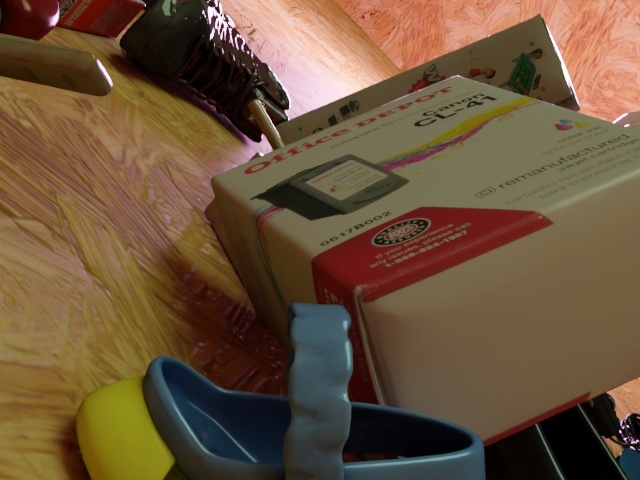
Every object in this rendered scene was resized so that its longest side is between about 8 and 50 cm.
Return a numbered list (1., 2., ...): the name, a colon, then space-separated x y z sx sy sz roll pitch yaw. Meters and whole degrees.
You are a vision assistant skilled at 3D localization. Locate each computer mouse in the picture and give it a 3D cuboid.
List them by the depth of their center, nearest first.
1. computer mouse: 0.341 0.185 1.597 0.262 0.060 0.184 43 14 -3

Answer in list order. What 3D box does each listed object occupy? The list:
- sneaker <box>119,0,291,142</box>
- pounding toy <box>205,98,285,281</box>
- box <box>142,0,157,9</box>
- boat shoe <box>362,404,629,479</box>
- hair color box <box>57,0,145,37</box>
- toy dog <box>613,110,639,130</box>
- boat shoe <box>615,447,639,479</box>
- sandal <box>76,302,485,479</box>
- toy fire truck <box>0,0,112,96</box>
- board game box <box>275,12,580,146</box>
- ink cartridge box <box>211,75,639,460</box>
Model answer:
1. sneaker: -0.100 -0.180 1.340 0.162 0.106 0.281 47 12 4
2. pounding toy: -0.024 -0.021 1.058 0.130 0.100 0.141 33 17 -41
3. box: -0.204 -0.483 1.522 0.343 0.312 0.179 35 15 -34
4. boat shoe: 0.207 0.232 0.836 0.500 0.156 0.187 51 13 26
5. hair color box: -0.250 -0.255 1.237 0.093 0.053 0.167 46 14 7
6. toy dog: 0.289 0.014 1.421 0.407 0.285 0.395 -8 10 -26
7. boat shoe: 0.279 0.267 1.100 0.109 0.089 0.258 30 18 2
8. sandal: 0.036 0.147 0.630 0.317 0.138 0.126 41 11 -18
9. toy fire truck: -0.231 -0.154 0.804 0.246 0.158 0.217 59 16 13
10. board game box: 0.128 -0.136 1.397 0.224 0.303 0.098 -7 76 -76
11. ink cartridge box: 0.080 0.004 0.826 0.306 0.226 0.131 37 -32 64
